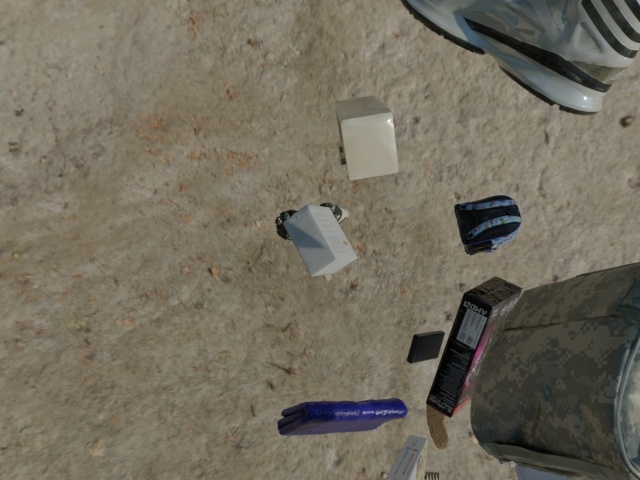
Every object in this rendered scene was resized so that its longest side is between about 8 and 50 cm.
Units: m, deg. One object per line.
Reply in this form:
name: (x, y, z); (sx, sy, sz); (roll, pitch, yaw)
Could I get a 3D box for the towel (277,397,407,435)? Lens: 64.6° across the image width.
towel: (0.055, 0.478, 1.401); (0.309, 0.227, 0.076); (7, 57, -26)

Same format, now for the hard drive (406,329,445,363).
hard drive: (0.334, 0.335, 1.600); (0.022, 0.135, 0.094); (26, 109, 47)

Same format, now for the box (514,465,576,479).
box: (0.685, 0.713, 1.506); (0.182, 0.181, 0.119); (-16, 117, 13)

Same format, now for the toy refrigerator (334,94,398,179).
toy refrigerator: (0.074, -0.198, 0.937); (0.094, 0.269, 0.102); (-9, 112, 3)

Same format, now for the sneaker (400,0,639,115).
sneaker: (0.337, -0.428, 0.831); (0.169, 0.257, 0.447); (-19, 55, -42)

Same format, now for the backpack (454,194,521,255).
backpack: (0.491, -0.047, 1.472); (0.173, 0.117, 0.158); (-16, 54, 18)

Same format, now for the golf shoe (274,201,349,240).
golf shoe: (-0.032, -0.059, 1.706); (0.273, 0.120, 0.105); (-9, 88, 37)

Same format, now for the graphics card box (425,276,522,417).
graphics card box: (0.440, 0.301, 1.452); (0.094, 0.233, 0.370); (26, 114, 35)

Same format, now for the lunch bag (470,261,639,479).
lunch bag: (0.364, 0.199, 0.687); (0.212, 0.305, 0.256); (46, 67, -4)

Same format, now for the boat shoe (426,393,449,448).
boat shoe: (0.351, 0.546, 1.553); (0.063, 0.059, 0.169); (-5, 82, -5)

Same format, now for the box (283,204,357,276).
box: (0.000, 0.000, 1.369); (0.091, 0.130, 0.170); (-35, 73, 24)

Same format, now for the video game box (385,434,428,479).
video game box: (0.168, 0.526, 1.015); (0.048, 0.187, 0.205); (7, 98, 25)

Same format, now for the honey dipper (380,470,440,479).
honey dipper: (0.245, 0.647, 1.392); (0.161, 0.030, 0.030); (0, 73, 9)
